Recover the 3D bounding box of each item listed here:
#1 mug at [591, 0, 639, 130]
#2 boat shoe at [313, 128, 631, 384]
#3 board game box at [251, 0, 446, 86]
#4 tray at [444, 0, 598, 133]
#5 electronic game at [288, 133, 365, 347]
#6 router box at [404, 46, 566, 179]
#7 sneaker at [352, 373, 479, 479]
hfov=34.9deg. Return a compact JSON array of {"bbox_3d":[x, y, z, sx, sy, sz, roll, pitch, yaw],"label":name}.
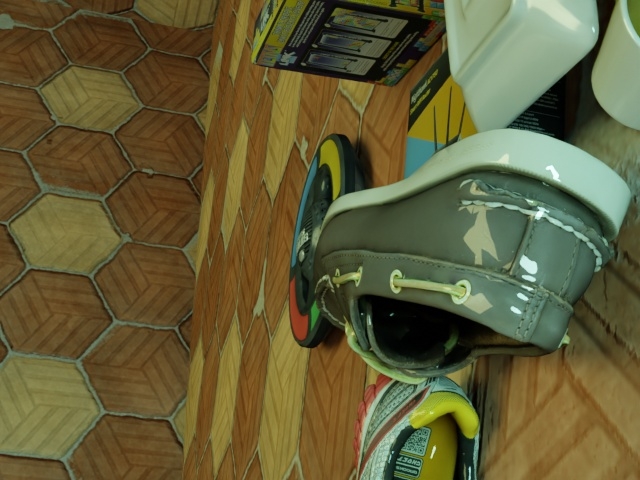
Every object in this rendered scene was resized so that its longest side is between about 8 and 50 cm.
[{"bbox_3d":[0.151,-0.085,0.441,0.064,0.062,0.078,104,-169,-65],"label":"mug"},{"bbox_3d":[0.059,0.030,0.604,0.097,0.116,0.324,-67,13,-18],"label":"boat shoe"},{"bbox_3d":[0.024,-0.191,0.880,0.170,0.141,0.048,144,133,-72],"label":"board game box"},{"bbox_3d":[0.087,-0.200,0.535,0.145,0.030,0.270,127,141,-73],"label":"tray"},{"bbox_3d":[0.000,0.000,1.079,0.229,0.048,0.229,-171,90,-77],"label":"electronic game"},{"bbox_3d":[0.101,-0.067,0.663,0.179,0.046,0.133,135,142,-71],"label":"router box"},{"bbox_3d":[0.048,0.191,0.634,0.093,0.088,0.225,174,104,-76],"label":"sneaker"}]
